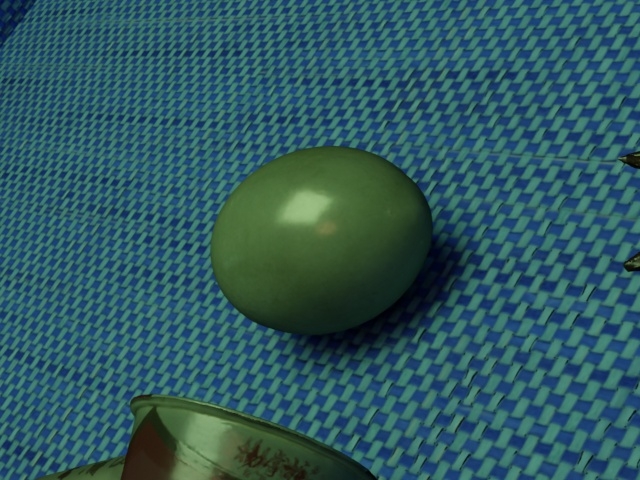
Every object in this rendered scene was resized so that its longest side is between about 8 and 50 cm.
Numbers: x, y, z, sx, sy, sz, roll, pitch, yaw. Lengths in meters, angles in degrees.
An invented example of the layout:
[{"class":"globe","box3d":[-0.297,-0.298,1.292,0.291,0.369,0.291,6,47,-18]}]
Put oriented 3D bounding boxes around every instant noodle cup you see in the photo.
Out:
[{"class":"instant noodle cup","box3d":[-0.083,0.256,1.290,0.234,0.235,0.178,-4,61,46]}]

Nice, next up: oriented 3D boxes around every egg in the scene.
[{"class":"egg","box3d":[0.000,0.000,1.492,0.253,0.186,0.186,-15,43,41]}]

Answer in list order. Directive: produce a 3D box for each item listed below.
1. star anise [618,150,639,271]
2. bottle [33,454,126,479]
[{"class":"star anise","box3d":[0.369,-0.046,1.216,0.272,0.102,0.272,-8,78,40]},{"class":"bottle","box3d":[-0.197,0.271,1.491,0.233,0.110,0.110,-18,42,35]}]
